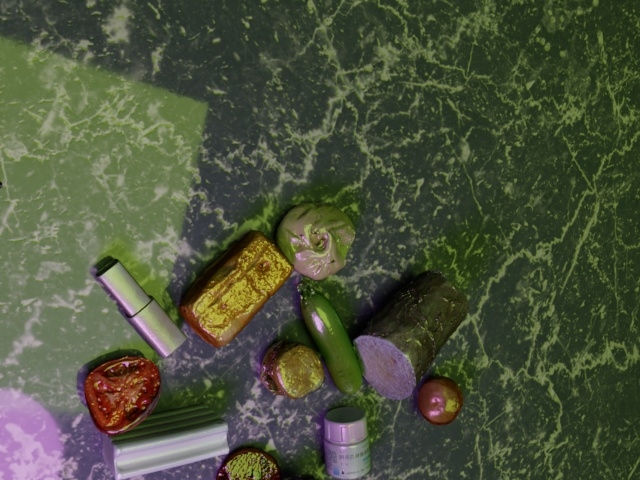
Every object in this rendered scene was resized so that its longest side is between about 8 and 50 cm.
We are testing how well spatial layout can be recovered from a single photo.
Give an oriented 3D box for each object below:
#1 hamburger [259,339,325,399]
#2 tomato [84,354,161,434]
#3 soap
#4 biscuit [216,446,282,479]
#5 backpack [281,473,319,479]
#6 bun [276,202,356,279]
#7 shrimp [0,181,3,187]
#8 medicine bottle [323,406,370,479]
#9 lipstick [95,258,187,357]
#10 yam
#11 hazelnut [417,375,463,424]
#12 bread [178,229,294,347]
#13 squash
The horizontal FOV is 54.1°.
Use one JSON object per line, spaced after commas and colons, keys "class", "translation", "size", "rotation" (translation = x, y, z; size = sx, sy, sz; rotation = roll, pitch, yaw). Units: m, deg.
{"class": "hamburger", "translation": [-0.074, 0.339, 1.679], "size": [0.185, 0.131, 0.159], "rotation": [-21, 92, -31]}
{"class": "tomato", "translation": [-0.456, 0.363, 1.466], "size": [0.174, 0.082, 0.166], "rotation": [-19, 69, -27]}
{"class": "soap", "translation": [-0.370, 0.474, 1.493], "size": [0.265, 0.159, 0.088], "rotation": [-4, 97, -31]}
{"class": "biscuit", "translation": [-0.190, 0.646, 1.671], "size": [0.192, 0.049, 0.192], "rotation": [1, 88, -26]}
{"class": "backpack", "translation": [-0.083, 0.740, 1.649], "size": [0.206, 0.133, 0.258], "rotation": [42, 65, -53]}
{"class": "bun", "translation": [0.000, 0.000, 1.695], "size": [0.237, 0.116, 0.210], "rotation": [-15, 102, -28]}
{"class": "shrimp", "translation": [-0.698, -0.189, 1.292], "size": [0.076, 0.082, 0.174], "rotation": [-7, 105, -35]}
{"class": "medicine bottle", "translation": [0.074, 0.574, 1.779], "size": [0.135, 0.135, 0.169], "rotation": [-7, 97, -30]}
{"class": "lipstick", "translation": [-0.426, 0.160, 1.481], "size": [0.077, 0.079, 0.253], "rotation": [-43, 112, -19]}
{"class": "yam", "translation": [0.267, 0.261, 1.810], "size": [0.348, 0.241, 0.241], "rotation": [-46, 114, -25]}
{"class": "hazelnut", "translation": [0.373, 0.498, 1.959], "size": [0.150, 0.150, 0.150], "rotation": [-3, 96, -30]}
{"class": "bread", "translation": [-0.208, 0.122, 1.574], "size": [0.294, 0.132, 0.167], "rotation": [-47, 114, -18]}
{"class": "squash", "translation": [0.028, 0.272, 1.746], "size": [0.101, 0.101, 0.379], "rotation": [-32, 108, -24]}
